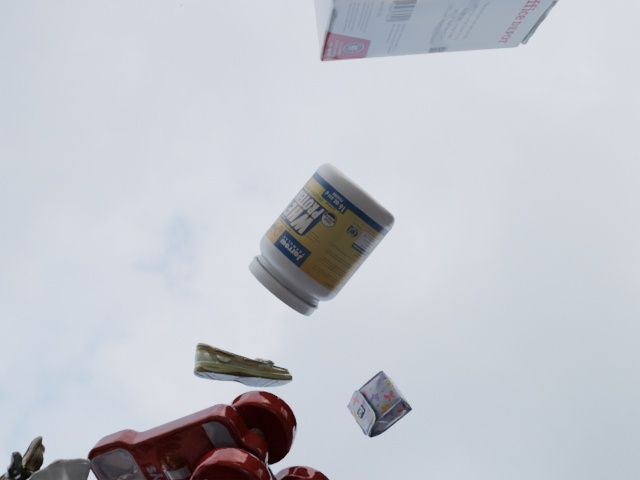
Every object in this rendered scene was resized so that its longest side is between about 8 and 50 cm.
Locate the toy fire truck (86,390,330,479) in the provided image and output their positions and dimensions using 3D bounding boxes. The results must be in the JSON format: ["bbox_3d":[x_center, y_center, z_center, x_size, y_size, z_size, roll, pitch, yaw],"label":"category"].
[{"bbox_3d":[-0.132,0.354,1.187,0.254,0.169,0.302,-21,-74,20],"label":"toy fire truck"}]

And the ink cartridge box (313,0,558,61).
[{"bbox_3d":[0.067,-0.156,0.554,0.135,0.099,0.056,-5,-100,-6],"label":"ink cartridge box"}]

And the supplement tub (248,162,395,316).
[{"bbox_3d":[0.000,0.000,1.374,0.144,0.144,0.200,38,-85,-16],"label":"supplement tub"}]

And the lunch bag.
[{"bbox_3d":[0.088,0.258,1.428,0.083,0.071,0.053,-40,-44,5],"label":"lunch bag"}]

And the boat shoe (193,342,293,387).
[{"bbox_3d":[-0.111,0.183,1.339,0.153,0.056,0.048,10,-116,-21],"label":"boat shoe"}]

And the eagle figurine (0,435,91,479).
[{"bbox_3d":[-0.237,0.350,0.961,0.298,0.225,0.226,44,-77,1],"label":"eagle figurine"}]
